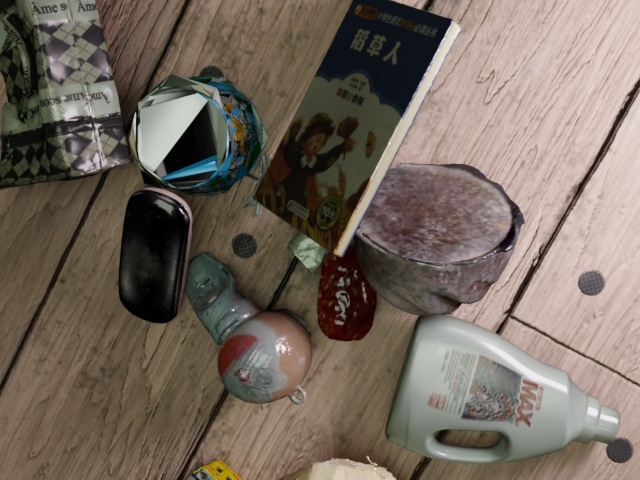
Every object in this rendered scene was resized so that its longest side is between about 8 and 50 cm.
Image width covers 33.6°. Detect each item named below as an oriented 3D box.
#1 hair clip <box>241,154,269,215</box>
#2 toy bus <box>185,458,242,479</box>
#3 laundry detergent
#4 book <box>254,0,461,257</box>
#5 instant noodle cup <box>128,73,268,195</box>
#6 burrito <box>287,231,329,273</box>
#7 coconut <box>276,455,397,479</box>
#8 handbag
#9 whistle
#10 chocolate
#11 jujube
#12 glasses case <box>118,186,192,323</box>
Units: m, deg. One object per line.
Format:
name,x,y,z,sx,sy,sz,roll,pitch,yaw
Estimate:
hair clip,-0.119,-0.106,1.982,0.039,0.030,0.115,14,98,6
toy bus,-0.273,0.580,2.021,0.144,0.152,0.330,42,97,6
laundry detergent,0.337,0.302,1.930,0.397,0.125,0.264,16,97,3
book,0.052,-0.211,1.828,0.039,0.300,0.428,23,96,-36
instant noodle cup,-0.232,-0.186,1.912,0.240,0.178,0.240,1,96,6
burrito,-0.003,-0.002,1.972,0.074,0.044,0.118,44,102,3
coconut,0.016,0.545,1.912,0.254,0.297,0.297,-34,92,35
handbag,-0.507,-0.309,1.896,0.316,0.180,0.416,-3,100,49
whistle,-0.148,0.169,1.951,0.189,0.189,0.348,-44,75,10
chocolate,0.193,0.025,1.853,0.303,0.303,0.213,5,130,6
jujube,0.049,0.098,1.945,0.109,0.112,0.176,4,93,7
glasses case,-0.304,0.032,1.939,0.122,0.075,0.314,20,131,8
